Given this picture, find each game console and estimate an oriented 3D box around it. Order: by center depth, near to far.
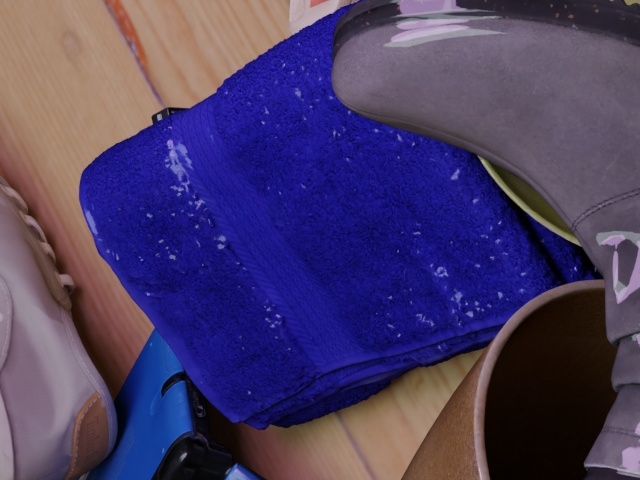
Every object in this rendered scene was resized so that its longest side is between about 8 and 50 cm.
[{"bbox_3d":[-0.086,0.248,1.223,0.293,0.173,0.250,-60,23,25],"label":"game console"}]

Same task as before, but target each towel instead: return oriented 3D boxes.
[{"bbox_3d":[0.000,0.000,1.032,0.308,0.076,0.228,-27,108,43],"label":"towel"}]

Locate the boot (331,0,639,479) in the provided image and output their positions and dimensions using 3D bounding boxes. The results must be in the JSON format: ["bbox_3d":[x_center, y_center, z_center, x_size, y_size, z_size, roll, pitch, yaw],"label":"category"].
[{"bbox_3d":[0.147,0.016,0.791,0.338,0.118,0.223,12,78,9],"label":"boot"}]

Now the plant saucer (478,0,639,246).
[{"bbox_3d":[0.185,-0.104,0.889,0.241,0.037,0.241,-1,85,7],"label":"plant saucer"}]

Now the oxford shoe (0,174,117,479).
[{"bbox_3d":[-0.263,0.034,1.322,0.449,0.130,0.169,-121,34,-44],"label":"oxford shoe"}]

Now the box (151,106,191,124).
[{"bbox_3d":[-0.073,-0.056,1.166,0.018,0.083,0.067,-23,77,40],"label":"box"}]

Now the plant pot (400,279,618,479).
[{"bbox_3d":[0.123,0.186,0.918,0.254,0.237,0.237,-50,58,47],"label":"plant pot"}]

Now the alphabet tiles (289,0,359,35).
[{"bbox_3d":[0.025,-0.270,1.039,0.278,0.021,0.284,-24,59,58],"label":"alphabet tiles"}]
